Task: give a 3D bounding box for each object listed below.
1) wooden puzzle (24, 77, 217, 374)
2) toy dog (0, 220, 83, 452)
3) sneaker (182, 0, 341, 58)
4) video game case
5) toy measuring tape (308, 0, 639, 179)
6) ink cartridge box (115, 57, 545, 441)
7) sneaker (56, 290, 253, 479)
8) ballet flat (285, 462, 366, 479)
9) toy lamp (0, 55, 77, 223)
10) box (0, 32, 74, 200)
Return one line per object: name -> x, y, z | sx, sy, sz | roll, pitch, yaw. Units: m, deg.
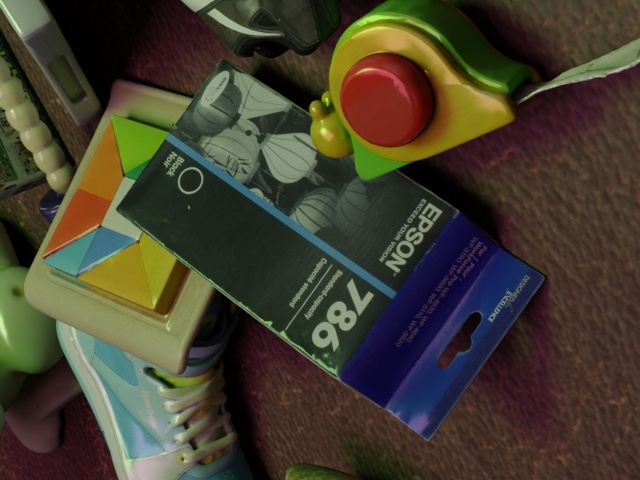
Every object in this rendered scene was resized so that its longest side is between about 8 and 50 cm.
wooden puzzle -> -0.164, -0.021, 1.198 | 0.221, 0.044, 0.239 | 19, 86, 36
toy dog -> -0.459, 0.140, 1.371 | 0.284, 0.408, 0.395 | -21, 95, 46
sneaker -> -0.076, -0.214, 1.055 | 0.276, 0.097, 0.135 | 26, 154, 51
video game case -> -0.312, -0.276, 1.177 | 0.329, 0.036, 0.300 | 57, 174, 6
toy measuring tape -> 0.111, -0.138, 0.920 | 0.330, 0.121, 0.121 | -22, 94, 39
ink cartridge box -> 0.000, 0.000, 1.059 | 0.332, 0.065, 0.165 | 34, 88, 25
sneaker -> -0.127, 0.149, 1.268 | 0.319, 0.127, 0.208 | 57, 138, 5
ballet flat -> 0.109, 0.313, 1.147 | 0.348, 0.123, 0.123 | 52, 136, 12
toy lamp -> -0.282, -0.110, 1.285 | 0.080, 0.080, 0.275 | 0, 127, 43
box -> -0.353, -0.144, 1.347 | 0.036, 0.114, 0.207 | -32, 86, 47
